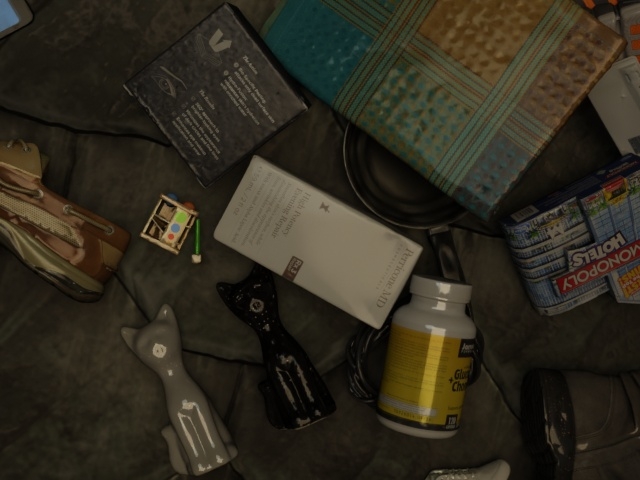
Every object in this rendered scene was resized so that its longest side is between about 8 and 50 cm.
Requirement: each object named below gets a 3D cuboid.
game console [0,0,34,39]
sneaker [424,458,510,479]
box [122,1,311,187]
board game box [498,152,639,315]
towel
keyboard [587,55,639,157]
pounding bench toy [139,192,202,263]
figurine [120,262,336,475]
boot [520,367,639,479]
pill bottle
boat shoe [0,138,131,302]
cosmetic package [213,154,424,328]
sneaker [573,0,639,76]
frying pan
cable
[{"bbox_3d":[-0.421,-0.287,1.114,0.122,0.107,0.071,-31,67,-7],"label":"game console"},{"bbox_3d":[0.175,0.319,1.215,0.152,0.054,0.061,-29,92,-6],"label":"sneaker"},{"bbox_3d":[-0.119,-0.173,1.130,0.158,0.093,0.156,-37,96,9],"label":"box"},{"bbox_3d":[0.354,0.019,1.211,0.194,0.060,0.194,-27,113,0],"label":"board game box"},{"bbox_3d":[0.133,-0.236,1.126,0.370,0.040,0.271,39,100,12],"label":"towel"},{"bbox_3d":[0.411,-0.125,1.190,0.256,0.072,0.014,49,44,-32],"label":"keyboard"},{"bbox_3d":[-0.170,-0.016,1.161,0.083,0.052,0.065,28,86,-8],"label":"pounding bench toy"},{"bbox_3d":[-0.119,0.156,1.162,0.215,0.092,0.209,-24,86,-6],"label":"figurine"},{"bbox_3d":[0.381,0.322,1.193,0.223,0.118,0.338,2,81,-9],"label":"boot"},{"bbox_3d":[0.130,0.137,1.135,0.103,0.103,0.184,9,94,-8],"label":"pill bottle"},{"bbox_3d":[-0.367,-0.059,1.108,0.324,0.122,0.120,39,80,-15],"label":"boat shoe"},{"bbox_3d":[0.000,0.000,1.145,0.231,0.085,0.117,28,96,4],"label":"cosmetic package"},{"bbox_3d":[0.309,-0.278,1.199,0.321,0.180,0.124,-2,133,19],"label":"sneaker"},{"bbox_3d":[0.163,-0.060,1.204,0.197,0.053,0.326,-36,94,-5],"label":"frying pan"},{"bbox_3d":[0.119,0.154,1.213,0.184,0.047,0.150,-35,100,-11],"label":"cable"}]
